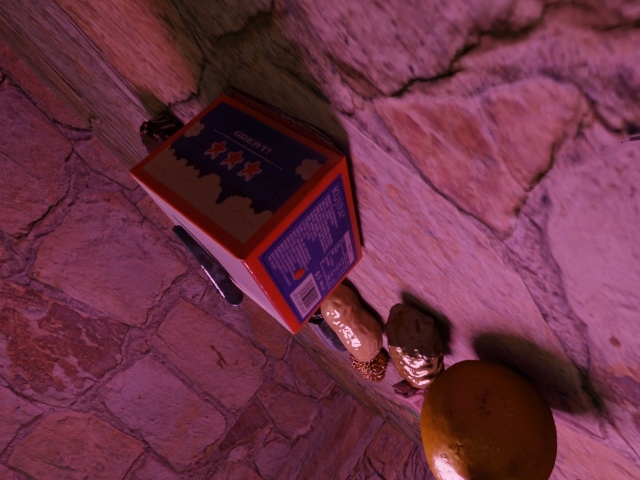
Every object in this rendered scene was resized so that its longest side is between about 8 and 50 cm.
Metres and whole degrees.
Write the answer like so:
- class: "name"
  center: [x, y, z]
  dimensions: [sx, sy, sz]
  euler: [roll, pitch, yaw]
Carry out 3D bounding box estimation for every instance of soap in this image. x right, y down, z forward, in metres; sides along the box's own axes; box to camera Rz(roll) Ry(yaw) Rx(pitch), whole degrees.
- class: "soap"
  center: [0.416, 0.649, 1.536]
  dimensions: [0.273, 0.098, 0.218]
  euler: [46, 168, -3]

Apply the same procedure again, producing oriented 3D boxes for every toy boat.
- class: "toy boat"
  center: [0.049, 0.306, 1.449]
  dimensions: [0.092, 0.141, 0.319]
  euler: [12, 146, 37]

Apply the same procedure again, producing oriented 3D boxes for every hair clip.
- class: "hair clip"
  center: [-0.219, 0.049, 0.801]
  dimensions: [0.070, 0.039, 0.229]
  euler: [30, 154, 35]

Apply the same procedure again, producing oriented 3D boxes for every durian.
- class: "durian"
  center: [0.184, 0.450, 1.527]
  dimensions: [0.168, 0.137, 0.158]
  euler: [49, 146, 26]

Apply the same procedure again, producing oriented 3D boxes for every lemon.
- class: "lemon"
  center: [0.329, 0.383, 0.816]
  dimensions: [0.258, 0.310, 0.257]
  euler: [10, 115, 23]

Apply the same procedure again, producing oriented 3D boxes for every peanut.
- class: "peanut"
  center: [0.105, 0.253, 1.246]
  dimensions: [0.148, 0.147, 0.318]
  euler: [17, 144, 53]

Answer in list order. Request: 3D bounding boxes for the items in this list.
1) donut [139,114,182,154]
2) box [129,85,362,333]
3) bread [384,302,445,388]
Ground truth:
- class: "donut"
  center: [-0.435, -0.262, 1.239]
  dimensions: [0.270, 0.103, 0.269]
  euler: [35, 160, 15]
- class: "box"
  center: [-0.114, -0.048, 0.815]
  dimensions: [0.319, 0.257, 0.348]
  euler: [35, 161, 28]
- class: "bread"
  center: [0.240, 0.275, 1.016]
  dimensions: [0.267, 0.130, 0.152]
  euler: [66, -173, -50]
